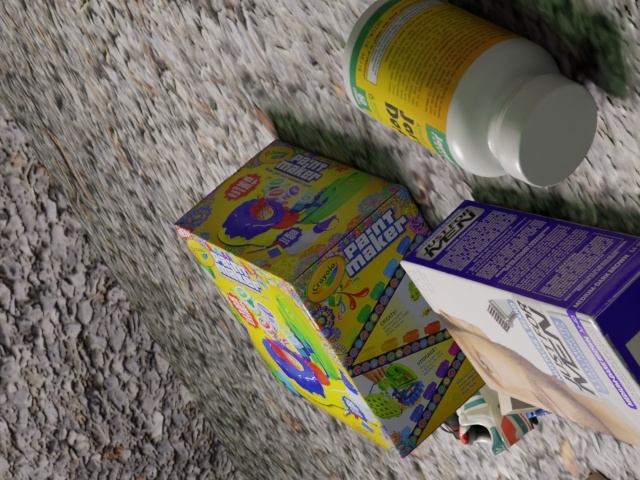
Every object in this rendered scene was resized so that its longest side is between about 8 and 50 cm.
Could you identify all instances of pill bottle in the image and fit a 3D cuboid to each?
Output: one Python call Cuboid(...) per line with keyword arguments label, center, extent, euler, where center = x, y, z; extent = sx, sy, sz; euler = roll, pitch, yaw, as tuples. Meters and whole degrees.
Cuboid(label="pill bottle", center=(0.123, -0.122, 1.411), extent=(0.208, 0.117, 0.118), euler=(33, 158, 43))

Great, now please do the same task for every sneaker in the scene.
Cuboid(label="sneaker", center=(0.184, 0.207, 2.117), extent=(0.161, 0.075, 0.057), euler=(34, 159, 42))

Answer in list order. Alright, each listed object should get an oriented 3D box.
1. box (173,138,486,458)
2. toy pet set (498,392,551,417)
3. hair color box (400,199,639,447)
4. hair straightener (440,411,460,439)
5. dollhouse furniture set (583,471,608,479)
Cuboid(label="box", center=(0.021, 0.060, 2.028), extent=(0.290, 0.177, 0.279), euler=(24, 150, 57))
Cuboid(label="toy pet set", center=(0.229, 0.133, 1.893), extent=(0.122, 0.065, 0.114), euler=(130, 134, -72))
Cuboid(label="hair color box", center=(0.234, 0.078, 1.616), extent=(0.185, 0.110, 0.339), euler=(54, 166, -22))
Cuboid(label="hair straightener", center=(0.144, 0.184, 2.256), extent=(0.089, 0.047, 0.230), euler=(35, 164, 42))
Cuboid(label="dollhouse furniture set", center=(0.311, 0.394, 2.014), extent=(0.129, 0.183, 0.129), euler=(37, 161, 37))
